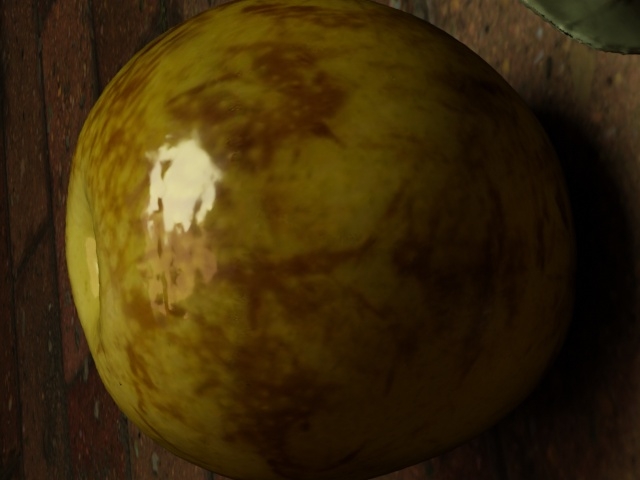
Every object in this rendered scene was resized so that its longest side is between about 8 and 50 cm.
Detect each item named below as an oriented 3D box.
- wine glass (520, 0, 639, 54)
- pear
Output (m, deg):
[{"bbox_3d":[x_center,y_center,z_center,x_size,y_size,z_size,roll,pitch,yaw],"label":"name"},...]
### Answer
[{"bbox_3d":[0.167,-0.191,0.634,0.231,0.103,0.103,-57,38,44],"label":"wine glass"},{"bbox_3d":[0.000,0.000,0.808,0.281,0.281,0.280,-179,90,-67],"label":"pear"}]
